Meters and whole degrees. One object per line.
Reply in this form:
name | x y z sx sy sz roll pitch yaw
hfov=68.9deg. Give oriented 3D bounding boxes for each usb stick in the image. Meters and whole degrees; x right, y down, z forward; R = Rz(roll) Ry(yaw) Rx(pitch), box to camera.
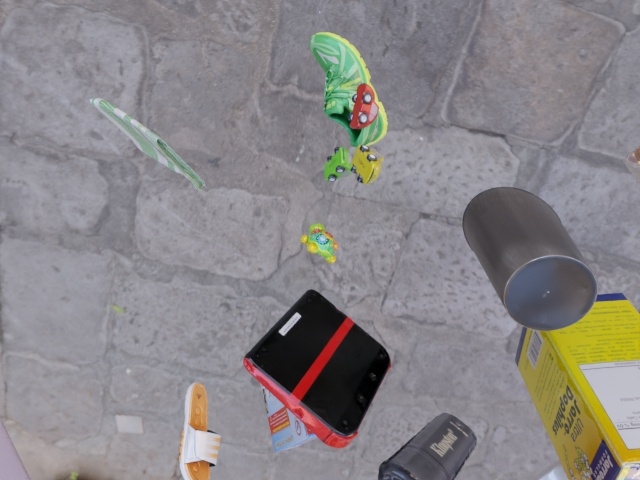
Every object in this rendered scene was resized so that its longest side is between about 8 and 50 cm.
usb stick | 0.160 0.300 0.653 0.077 0.278 0.045 25 97 29

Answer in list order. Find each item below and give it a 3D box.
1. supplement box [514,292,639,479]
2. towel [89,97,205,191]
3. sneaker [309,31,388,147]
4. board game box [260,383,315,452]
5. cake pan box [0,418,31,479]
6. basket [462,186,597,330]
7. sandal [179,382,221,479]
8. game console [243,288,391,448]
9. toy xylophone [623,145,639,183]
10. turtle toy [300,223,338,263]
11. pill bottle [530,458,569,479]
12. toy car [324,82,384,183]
supplement box | 0.530 0.290 0.861 0.194 0.357 0.195 -4 125 2
towel | -0.481 -0.271 1.308 0.038 0.325 0.248 -50 151 -9
sneaker | 0.057 -0.360 1.123 0.123 0.109 0.296 -37 103 -23
board game box | -0.094 0.484 1.476 0.086 0.302 0.308 -4 153 -27
cake pan box | -0.342 0.170 0.315 0.267 0.070 0.246 -36 78 10
basket | 0.341 0.030 0.765 0.204 0.227 0.154 37 114 -8
sandal | -0.307 0.498 1.216 0.076 0.265 0.102 -22 149 21
game console | 0.012 0.333 1.285 0.342 0.386 0.060 38 124 7
toy xylophone | 0.502 -0.046 0.599 0.081 0.323 0.236 -37 98 26
turtle toy | 0.000 0.000 1.266 0.095 0.130 0.066 30 103 -36
pill bottle | 0.551 0.584 0.915 0.161 0.283 0.161 -26 148 -18
toy car | 0.075 -0.201 1.060 0.053 0.239 0.225 7 158 -23
